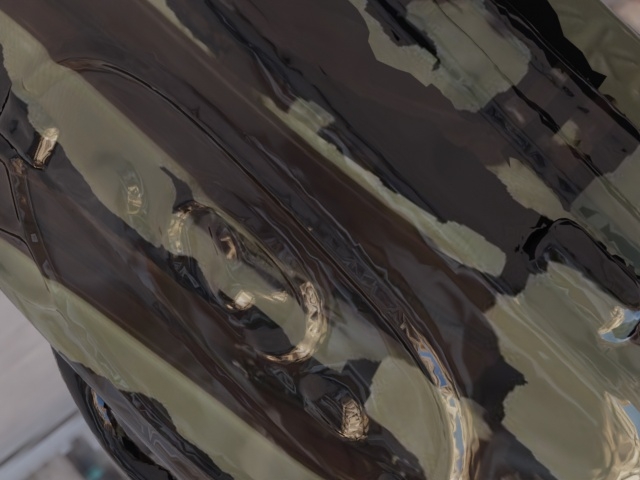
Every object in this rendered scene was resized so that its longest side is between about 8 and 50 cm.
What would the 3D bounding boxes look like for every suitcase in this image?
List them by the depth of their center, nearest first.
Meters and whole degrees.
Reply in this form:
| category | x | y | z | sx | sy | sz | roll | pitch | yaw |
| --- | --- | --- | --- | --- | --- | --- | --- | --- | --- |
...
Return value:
| category | x | y | z | sx | sy | sz | roll | pitch | yaw |
| --- | --- | --- | --- | --- | --- | --- | --- | --- | --- |
| suitcase | 0.000 | 0.000 | 0.754 | 0.194 | 0.351 | 0.339 | -38 | 169 | -39 |
